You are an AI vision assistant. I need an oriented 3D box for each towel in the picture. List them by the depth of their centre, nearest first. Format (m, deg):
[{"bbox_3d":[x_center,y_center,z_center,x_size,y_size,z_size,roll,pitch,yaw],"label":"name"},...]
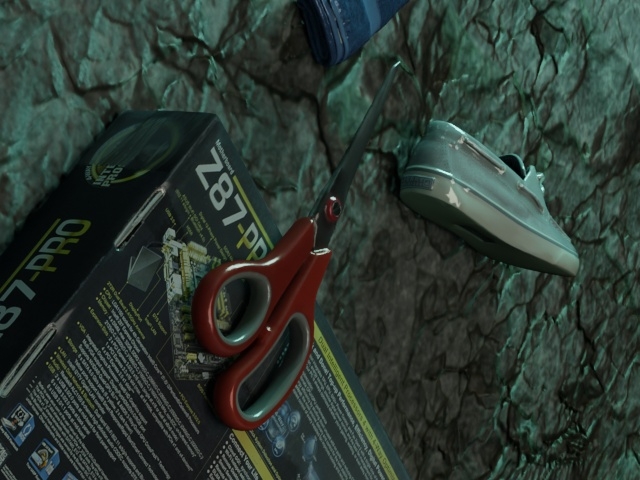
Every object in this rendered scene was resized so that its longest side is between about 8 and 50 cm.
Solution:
[{"bbox_3d":[0.031,-0.183,1.282,0.119,0.029,0.067,-46,129,-39],"label":"towel"}]

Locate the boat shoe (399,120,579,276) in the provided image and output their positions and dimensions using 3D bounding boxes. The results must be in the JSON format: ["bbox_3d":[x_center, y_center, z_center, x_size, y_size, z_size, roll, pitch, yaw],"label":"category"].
[{"bbox_3d":[0.152,-0.033,1.416,0.227,0.079,0.081,29,75,-47],"label":"boat shoe"}]

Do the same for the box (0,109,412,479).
[{"bbox_3d":[-0.095,0.164,1.105,0.318,0.097,0.395,-54,133,-32],"label":"box"}]

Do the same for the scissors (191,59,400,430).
[{"bbox_3d":[0.000,0.000,1.138,0.297,0.021,0.109,-53,129,-42],"label":"scissors"}]
